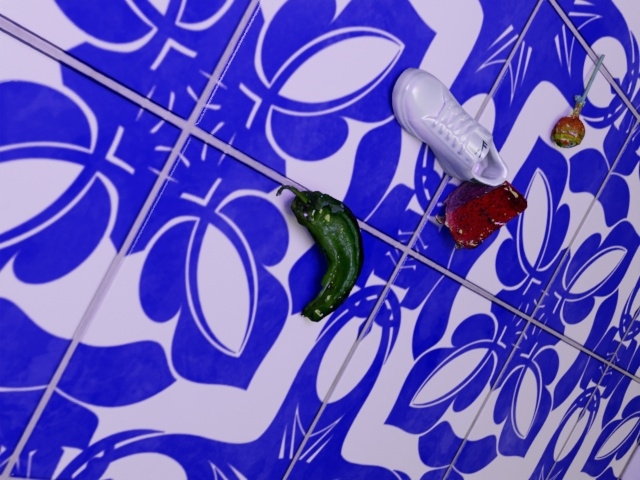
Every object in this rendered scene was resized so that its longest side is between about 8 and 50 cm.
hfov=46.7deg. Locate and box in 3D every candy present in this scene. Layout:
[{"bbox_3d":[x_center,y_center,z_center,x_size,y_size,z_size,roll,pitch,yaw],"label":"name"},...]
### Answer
[{"bbox_3d":[0.504,-0.268,1.419,0.060,0.060,0.200,29,83,-46],"label":"candy"}]

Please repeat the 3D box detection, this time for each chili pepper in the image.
[{"bbox_3d":[0.000,0.000,1.088,0.122,0.065,0.278,-39,136,-25],"label":"chili pepper"}]

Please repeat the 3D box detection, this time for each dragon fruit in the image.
[{"bbox_3d":[0.273,-0.065,1.291,0.147,0.096,0.102,-32,125,15],"label":"dragon fruit"}]

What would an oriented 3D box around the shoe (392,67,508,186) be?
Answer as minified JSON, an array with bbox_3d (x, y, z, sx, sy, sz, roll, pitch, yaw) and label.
[{"bbox_3d":[0.214,-0.172,1.163,0.095,0.110,0.265,-56,138,-4],"label":"shoe"}]
